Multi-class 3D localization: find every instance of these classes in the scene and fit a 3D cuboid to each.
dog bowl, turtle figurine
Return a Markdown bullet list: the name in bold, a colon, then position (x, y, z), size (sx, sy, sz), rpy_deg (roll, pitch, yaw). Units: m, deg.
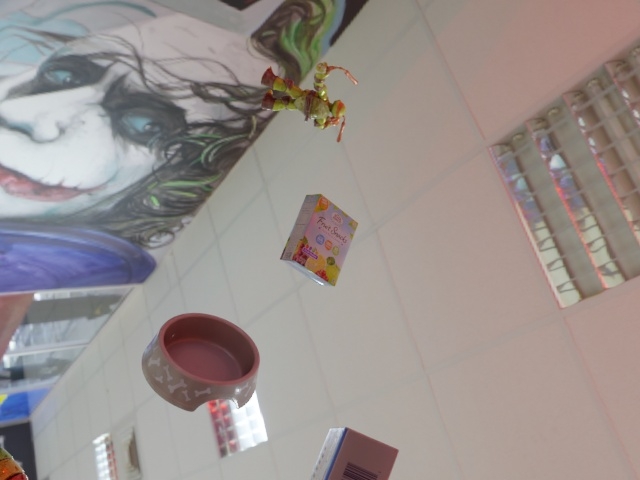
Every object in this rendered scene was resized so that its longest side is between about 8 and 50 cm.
- **dog bowl**: position (-0.336, 0.345, 1.691), size (0.349, 0.349, 0.102), rpy_deg (48, -57, 39)
- **turtle figurine**: position (-0.030, -0.319, 1.360), size (0.269, 0.218, 0.087), rpy_deg (87, 21, -66)

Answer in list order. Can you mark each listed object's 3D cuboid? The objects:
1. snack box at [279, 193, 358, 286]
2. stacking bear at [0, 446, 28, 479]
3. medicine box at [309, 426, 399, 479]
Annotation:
- **snack box**: position (0.000, 0.000, 1.615), size (0.070, 0.174, 0.207), rpy_deg (1, -116, 46)
- **stacking bear**: position (-0.630, 0.481, 1.090), size (0.289, 0.175, 0.164), rpy_deg (27, -39, 9)
- **medicine box**: position (0.060, 0.638, 1.494), size (0.289, 0.149, 0.263), rpy_deg (113, 1, -70)
